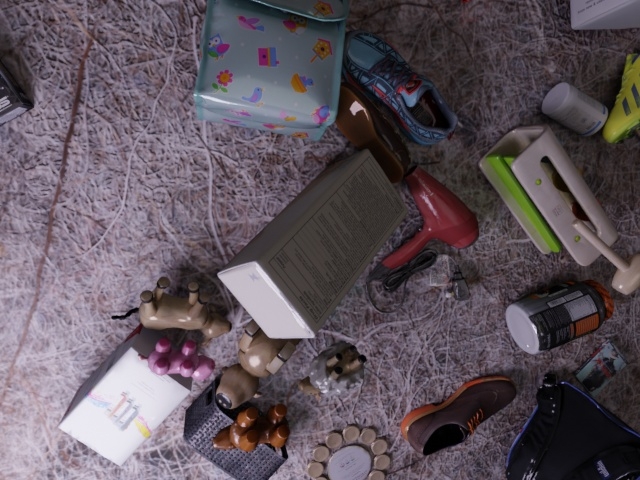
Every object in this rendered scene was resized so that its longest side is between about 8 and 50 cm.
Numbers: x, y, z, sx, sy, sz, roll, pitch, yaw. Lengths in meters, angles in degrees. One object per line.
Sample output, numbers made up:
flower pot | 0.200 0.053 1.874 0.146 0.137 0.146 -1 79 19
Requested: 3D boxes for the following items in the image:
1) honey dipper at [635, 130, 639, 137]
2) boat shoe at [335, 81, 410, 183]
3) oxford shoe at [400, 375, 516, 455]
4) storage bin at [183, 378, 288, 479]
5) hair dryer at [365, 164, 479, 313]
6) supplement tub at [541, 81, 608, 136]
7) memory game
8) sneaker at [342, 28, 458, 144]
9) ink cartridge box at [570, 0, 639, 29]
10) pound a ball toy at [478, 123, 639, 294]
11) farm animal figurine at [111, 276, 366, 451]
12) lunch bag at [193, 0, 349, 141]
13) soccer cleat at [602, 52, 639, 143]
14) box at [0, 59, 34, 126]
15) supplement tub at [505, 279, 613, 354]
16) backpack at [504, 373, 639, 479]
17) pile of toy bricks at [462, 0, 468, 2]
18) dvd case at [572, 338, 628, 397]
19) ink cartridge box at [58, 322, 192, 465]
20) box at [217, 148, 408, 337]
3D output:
honey dipper | 0.681 -0.233 1.011 0.160 0.030 0.030 43 89 -14
boat shoe | 0.093 -0.201 0.865 0.207 0.073 0.073 53 49 -20
oxford shoe | 0.311 0.379 1.005 0.271 0.098 0.097 -25 105 -7
storage bin | -0.157 0.359 0.882 0.084 0.122 0.180 -46 107 -2
hair dryer | 0.201 0.001 0.918 0.223 0.080 0.294 -5 101 -11
supplement tub | 0.506 -0.259 0.943 0.107 0.071 0.071 24 95 -16
memory game | 0.062 0.479 1.013 0.186 0.012 0.186 -3 101 -13
sneaker | 0.146 -0.275 0.827 0.261 0.125 0.104 37 90 -17
ink cartridge box | 0.603 -0.596 0.835 0.279 0.160 0.385 -7 96 -12
pound a ball toy | 0.481 -0.070 0.902 0.135 0.208 0.319 -43 106 -2
farm animal figurine | -0.130 0.187 0.817 0.326 0.172 0.330 -27 71 -33
lunch bag | -0.075 -0.315 0.756 0.223 0.160 0.263 9 87 -11
soccer cleat | 0.646 -0.311 0.956 0.121 0.093 0.289 42 82 14
box | -0.591 -0.223 0.703 0.231 0.056 0.183 -32 106 -6
supplement tub | 0.503 0.156 0.998 0.190 0.117 0.117 -18 104 -10
backpack | 0.547 0.478 1.013 0.213 0.276 0.263 39 93 -30
pile of toy bricks | 0.287 -0.540 0.832 0.105 0.118 0.213 -6 94 -44
dvd case | 0.660 0.301 1.116 0.119 0.013 0.087 -44 107 -3
ink cartridge box | -0.327 0.260 0.820 0.176 0.128 0.127 -46 107 0
box | 0.000 0.000 0.773 0.311 0.121 0.148 -47 109 -36
